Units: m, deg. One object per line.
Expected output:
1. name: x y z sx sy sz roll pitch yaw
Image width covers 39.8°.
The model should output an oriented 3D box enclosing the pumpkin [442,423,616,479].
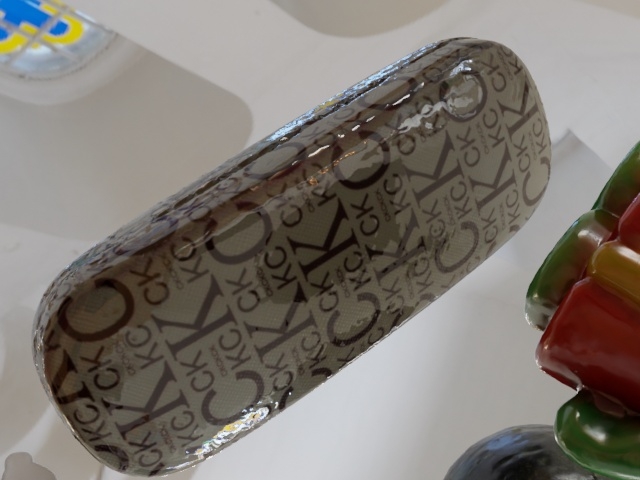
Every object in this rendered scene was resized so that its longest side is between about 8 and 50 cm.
1. pumpkin: 0.145 0.213 0.572 0.190 0.146 0.190 -173 -90 -71

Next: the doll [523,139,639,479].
1. doll: 0.253 0.093 0.339 0.363 0.160 0.182 40 -110 12

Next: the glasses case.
1. glasses case: 0.000 0.000 0.528 0.354 0.137 0.085 -34 -152 -21

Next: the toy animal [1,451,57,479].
1. toy animal: -0.285 0.313 0.842 0.127 0.131 0.182 10 -67 -5
